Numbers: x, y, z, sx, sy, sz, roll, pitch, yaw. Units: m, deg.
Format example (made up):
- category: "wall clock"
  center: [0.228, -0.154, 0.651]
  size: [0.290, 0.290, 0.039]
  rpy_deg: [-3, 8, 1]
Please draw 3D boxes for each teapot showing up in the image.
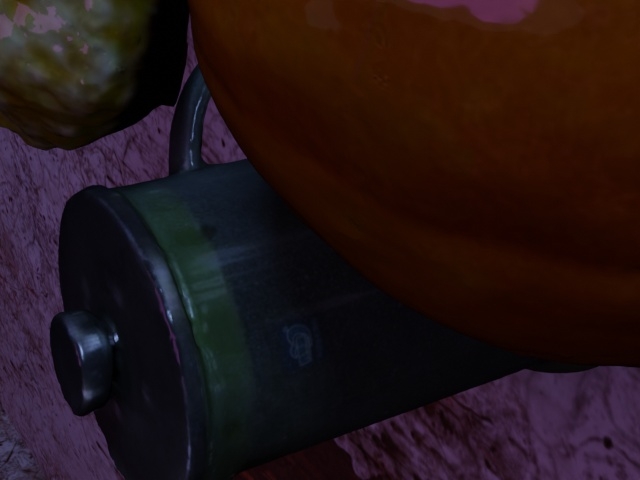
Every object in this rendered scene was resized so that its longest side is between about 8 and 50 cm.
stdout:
- category: "teapot"
  center: [0.000, 0.000, 0.706]
  size: [0.200, 0.337, 0.270]
  rpy_deg: [-9, 96, 62]

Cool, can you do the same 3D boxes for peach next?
- category: "peach"
  center: [0.129, -0.117, 0.425]
  size: [0.301, 0.343, 0.343]
  rpy_deg: [33, 136, 25]

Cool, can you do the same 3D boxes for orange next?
- category: "orange"
  center: [-0.144, -0.234, 0.631]
  size: [0.271, 0.210, 0.369]
  rpy_deg: [179, 101, -82]
